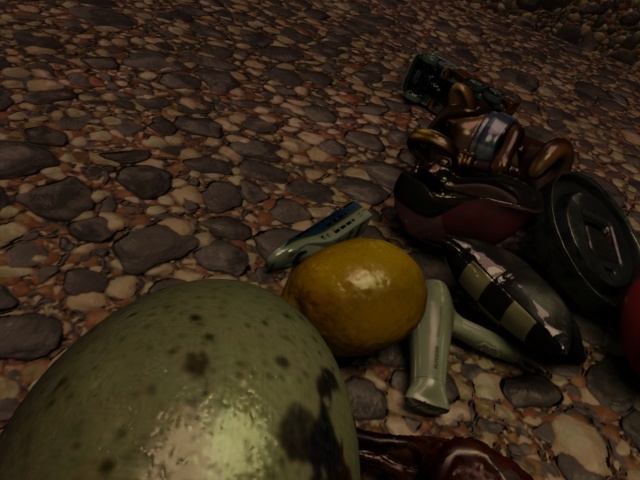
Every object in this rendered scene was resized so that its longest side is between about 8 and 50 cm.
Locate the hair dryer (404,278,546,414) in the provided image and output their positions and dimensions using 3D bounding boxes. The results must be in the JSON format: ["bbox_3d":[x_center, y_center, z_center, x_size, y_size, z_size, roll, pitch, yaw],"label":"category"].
[{"bbox_3d":[0.233,0.177,0.765,0.237,0.075,0.206,19,46,-10],"label":"hair dryer"}]

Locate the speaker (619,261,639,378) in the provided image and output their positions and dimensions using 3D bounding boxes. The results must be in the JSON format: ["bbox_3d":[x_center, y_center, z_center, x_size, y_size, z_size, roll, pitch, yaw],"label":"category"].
[{"bbox_3d":[0.609,0.126,0.782,0.295,0.294,0.294,10,40,-8],"label":"speaker"}]

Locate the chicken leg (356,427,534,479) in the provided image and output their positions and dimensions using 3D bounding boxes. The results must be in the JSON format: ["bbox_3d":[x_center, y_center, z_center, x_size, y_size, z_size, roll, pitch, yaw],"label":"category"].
[{"bbox_3d":[0.149,0.296,0.564,0.407,0.095,0.158,35,62,24],"label":"chicken leg"}]

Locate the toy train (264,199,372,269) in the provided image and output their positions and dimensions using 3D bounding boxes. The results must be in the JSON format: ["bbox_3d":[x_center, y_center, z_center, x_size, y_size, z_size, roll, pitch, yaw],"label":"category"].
[{"bbox_3d":[0.000,0.000,0.883,0.051,0.052,0.234,39,44,18],"label":"toy train"}]

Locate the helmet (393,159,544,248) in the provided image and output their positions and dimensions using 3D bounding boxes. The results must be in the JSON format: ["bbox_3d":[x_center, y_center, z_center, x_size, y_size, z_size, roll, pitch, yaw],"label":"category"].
[{"bbox_3d":[0.253,-0.052,0.948,0.254,0.154,0.198,27,28,17],"label":"helmet"}]

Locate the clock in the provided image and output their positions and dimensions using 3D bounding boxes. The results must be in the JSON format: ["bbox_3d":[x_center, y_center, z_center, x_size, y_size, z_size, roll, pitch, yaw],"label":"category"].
[{"bbox_3d":[0.500,0.005,0.962,0.281,0.055,0.280,15,60,-28],"label":"clock"}]

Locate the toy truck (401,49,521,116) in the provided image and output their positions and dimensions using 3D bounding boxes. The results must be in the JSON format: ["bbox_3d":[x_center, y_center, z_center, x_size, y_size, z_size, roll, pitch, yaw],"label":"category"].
[{"bbox_3d":[0.390,-0.405,1.436,0.305,0.136,0.162,39,37,21],"label":"toy truck"}]

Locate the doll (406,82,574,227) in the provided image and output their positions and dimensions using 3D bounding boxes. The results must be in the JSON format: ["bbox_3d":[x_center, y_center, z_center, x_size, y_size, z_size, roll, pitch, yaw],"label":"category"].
[{"bbox_3d":[0.377,-0.174,1.134,0.340,0.209,0.318,42,13,25],"label":"doll"}]

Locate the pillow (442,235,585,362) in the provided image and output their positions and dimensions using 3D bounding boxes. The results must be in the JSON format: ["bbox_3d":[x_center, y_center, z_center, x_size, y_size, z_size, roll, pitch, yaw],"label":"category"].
[{"bbox_3d":[0.311,0.093,0.824,0.250,0.106,0.186,49,15,32],"label":"pillow"}]

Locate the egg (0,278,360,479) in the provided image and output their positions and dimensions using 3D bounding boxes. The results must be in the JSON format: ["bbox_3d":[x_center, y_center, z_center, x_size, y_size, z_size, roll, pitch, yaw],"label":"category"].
[{"bbox_3d":[-0.110,0.190,0.440,0.288,0.287,0.379,12,26,-6],"label":"egg"}]

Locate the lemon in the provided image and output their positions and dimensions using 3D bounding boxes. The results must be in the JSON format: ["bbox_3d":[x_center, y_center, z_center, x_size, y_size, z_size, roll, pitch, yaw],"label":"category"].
[{"bbox_3d":[0.047,0.080,0.719,0.208,0.169,0.170,-13,48,-29],"label":"lemon"}]
